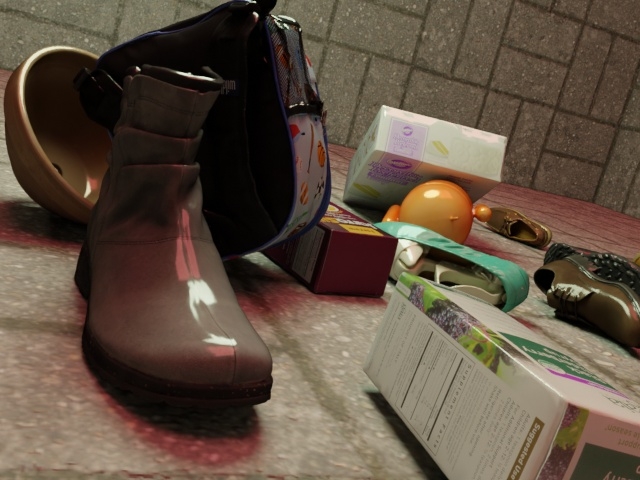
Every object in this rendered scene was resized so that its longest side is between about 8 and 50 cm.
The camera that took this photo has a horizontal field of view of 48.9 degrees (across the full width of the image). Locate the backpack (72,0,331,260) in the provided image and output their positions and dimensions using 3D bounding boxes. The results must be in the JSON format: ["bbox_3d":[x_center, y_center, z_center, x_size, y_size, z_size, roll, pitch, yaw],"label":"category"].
[{"bbox_3d":[-0.111,-0.108,0.810,0.276,0.263,0.213,-12,-4,29],"label":"backpack"}]

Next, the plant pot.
[{"bbox_3d":[-0.292,-0.104,0.856,0.109,0.237,0.237,-27,-8,26],"label":"plant pot"}]

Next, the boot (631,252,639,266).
[{"bbox_3d":[0.599,0.090,1.139,0.104,0.295,0.211,-9,52,2],"label":"boot"}]

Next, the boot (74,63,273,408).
[{"bbox_3d":[-0.122,-0.029,0.563,0.118,0.223,0.338,7,14,-35],"label":"boot"}]

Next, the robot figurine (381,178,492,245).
[{"bbox_3d":[0.201,-0.041,1.230,0.158,0.128,0.219,32,14,7],"label":"robot figurine"}]

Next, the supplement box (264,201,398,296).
[{"bbox_3d":[0.000,0.000,0.911,0.104,0.081,0.188,7,15,-33],"label":"supplement box"}]

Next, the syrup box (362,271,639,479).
[{"bbox_3d":[0.122,0.110,0.496,0.093,0.096,0.237,19,8,-20],"label":"syrup box"}]

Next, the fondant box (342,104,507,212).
[{"bbox_3d":[0.192,-0.136,1.402,0.238,0.096,0.330,13,-15,-5],"label":"fondant box"}]

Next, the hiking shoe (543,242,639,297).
[{"bbox_3d":[0.510,0.058,1.240,0.114,0.086,0.227,6,16,-33],"label":"hiking shoe"}]

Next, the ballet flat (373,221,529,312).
[{"bbox_3d":[0.154,0.036,0.946,0.247,0.083,0.087,17,26,20],"label":"ballet flat"}]

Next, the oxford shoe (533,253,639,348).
[{"bbox_3d":[0.375,0.093,0.992,0.096,0.083,0.227,-11,20,-10],"label":"oxford shoe"}]

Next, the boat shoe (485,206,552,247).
[{"bbox_3d":[0.448,-0.036,1.636,0.178,0.064,0.060,29,16,40],"label":"boat shoe"}]
